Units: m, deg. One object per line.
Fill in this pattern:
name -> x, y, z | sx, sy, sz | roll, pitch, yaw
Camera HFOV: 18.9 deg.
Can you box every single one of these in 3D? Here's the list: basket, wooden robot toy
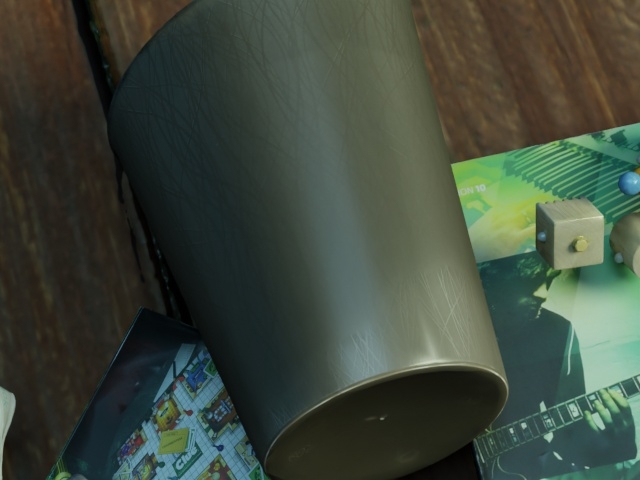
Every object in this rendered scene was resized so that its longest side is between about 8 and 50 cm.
basket -> 0.000, 0.000, 0.989 | 0.154, 0.204, 0.226 | 6, 51, -39
wooden robot toy -> 0.188, -0.030, 1.010 | 0.173, 0.076, 0.079 | -24, 28, -6

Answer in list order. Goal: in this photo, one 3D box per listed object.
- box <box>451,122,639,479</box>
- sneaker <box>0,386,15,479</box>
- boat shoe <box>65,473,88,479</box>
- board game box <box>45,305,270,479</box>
box -> 0.191, 0.086, 1.005 | 0.232, 0.058, 0.322 | -13, 62, 0
sneaker -> -0.203, 0.172, 0.998 | 0.080, 0.094, 0.212 | 17, 90, 31
boat shoe -> -0.021, 0.221, 0.921 | 0.301, 0.108, 0.102 | 33, 70, 12
board game box -> -0.094, 0.170, 1.010 | 0.136, 0.030, 0.259 | 23, 68, 14
